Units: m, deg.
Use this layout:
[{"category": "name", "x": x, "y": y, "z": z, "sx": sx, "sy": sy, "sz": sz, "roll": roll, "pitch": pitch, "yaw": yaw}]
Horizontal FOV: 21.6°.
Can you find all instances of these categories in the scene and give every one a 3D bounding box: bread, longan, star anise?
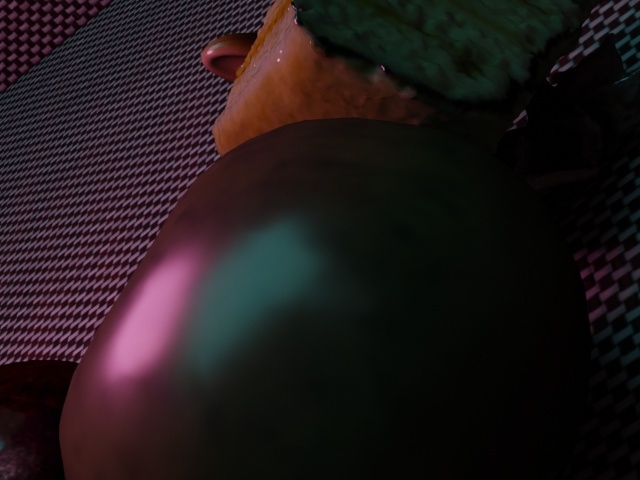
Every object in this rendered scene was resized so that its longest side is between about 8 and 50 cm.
[{"category": "bread", "x": 0.053, "y": -0.132, "z": 1.444, "sx": 0.264, "sy": 0.239, "sz": 0.395, "roll": -57, "pitch": -2, "yaw": 36}, {"category": "longan", "x": 0.006, "y": 0.100, "z": 1.191, "sx": 0.405, "sy": 0.336, "sz": 0.404, "roll": -23, "pitch": 43, "yaw": 24}, {"category": "star anise", "x": 0.204, "y": -0.081, "z": 1.505, "sx": 0.230, "sy": 0.081, "sz": 0.262, "roll": -30, "pitch": 17, "yaw": 29}]

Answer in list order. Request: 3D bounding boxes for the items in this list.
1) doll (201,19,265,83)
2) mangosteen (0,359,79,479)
[{"category": "doll", "x": 0.051, "y": -0.194, "z": 1.833, "sx": 0.340, "sy": 0.209, "sz": 0.318, "roll": -22, "pitch": 3, "yaw": 39}, {"category": "mangosteen", "x": -0.222, "y": 0.253, "z": 1.388, "sx": 0.297, "sy": 0.297, "sz": 0.293, "roll": -42, "pitch": 57, "yaw": 4}]
